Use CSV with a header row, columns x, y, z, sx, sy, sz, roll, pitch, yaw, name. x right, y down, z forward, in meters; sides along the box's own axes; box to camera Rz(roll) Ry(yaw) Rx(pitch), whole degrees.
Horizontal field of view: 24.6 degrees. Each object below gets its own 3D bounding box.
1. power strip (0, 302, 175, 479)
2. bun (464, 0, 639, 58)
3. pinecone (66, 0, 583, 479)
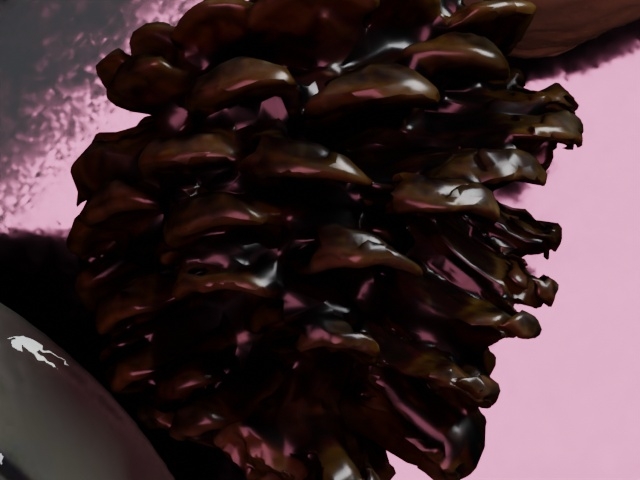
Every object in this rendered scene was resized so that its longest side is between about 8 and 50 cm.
x,y,z,sx,sy,sz,roll,pitch,yaw,name
-0.220,0.161,0.650,0.357,0.161,0.357,13,128,17,power strip
0.114,-0.195,0.711,0.237,0.116,0.210,35,106,33,bun
-0.007,-0.004,0.667,0.243,0.243,0.257,23,93,6,pinecone
